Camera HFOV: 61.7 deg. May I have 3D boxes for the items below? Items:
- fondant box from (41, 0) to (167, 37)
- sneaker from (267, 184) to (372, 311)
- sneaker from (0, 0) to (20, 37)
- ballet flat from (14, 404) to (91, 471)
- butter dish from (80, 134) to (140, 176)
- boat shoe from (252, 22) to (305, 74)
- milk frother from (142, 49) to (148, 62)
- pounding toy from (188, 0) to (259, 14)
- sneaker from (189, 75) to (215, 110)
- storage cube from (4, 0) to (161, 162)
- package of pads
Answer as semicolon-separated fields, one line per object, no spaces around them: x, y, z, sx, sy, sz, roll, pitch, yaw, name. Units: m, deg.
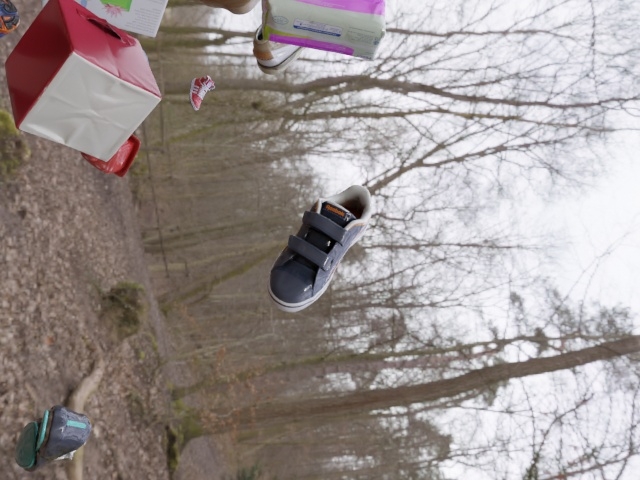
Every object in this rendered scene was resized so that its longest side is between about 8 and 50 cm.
-0.409;-0.600;1.079;0.330;0.238;0.096;-52;-130;39;fondant box
0.000;0.000;1.111;0.321;0.126;0.127;-51;163;-35;sneaker
-0.652;-0.452;0.957;0.087;0.221;0.083;-22;-155;41;sneaker
-0.352;0.266;0.713;0.203;0.074;0.074;-37;-128;44;ballet flat
-0.644;-0.268;1.585;0.160;0.160;0.118;-49;-173;31;butter dish
-0.049;-0.542;1.306;0.302;0.113;0.103;-53;160;-14;boat shoe
-0.615;-0.546;1.724;0.143;0.135;0.129;-51;141;-67;milk frother
-0.137;-0.441;0.772;0.270;0.155;0.154;27;-98;30;pounding toy
-0.350;-0.441;1.588;0.042;0.067;0.118;55;26;-58;sneaker
-0.445;-0.296;1.003;0.215;0.184;0.193;-42;-124;20;storage cube
0.007;-0.501;1.022;0.101;0.229;0.296;118;-22;-66;package of pads
